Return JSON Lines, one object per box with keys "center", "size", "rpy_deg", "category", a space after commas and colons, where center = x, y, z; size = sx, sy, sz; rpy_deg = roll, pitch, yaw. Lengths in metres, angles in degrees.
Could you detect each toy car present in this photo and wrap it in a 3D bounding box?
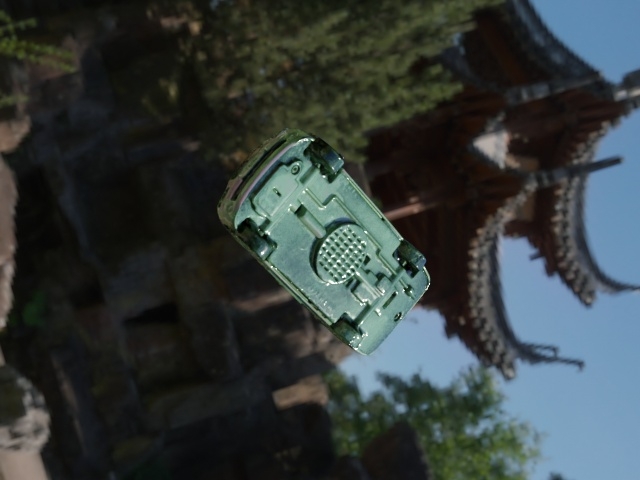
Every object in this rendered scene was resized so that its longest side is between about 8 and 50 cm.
{"center": [0.000, 0.000, 0.869], "size": [0.076, 0.090, 0.224], "rpy_deg": [35, -8, 44], "category": "toy car"}
